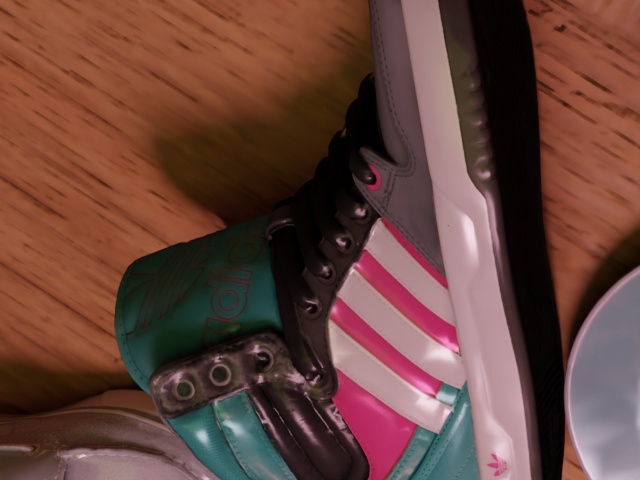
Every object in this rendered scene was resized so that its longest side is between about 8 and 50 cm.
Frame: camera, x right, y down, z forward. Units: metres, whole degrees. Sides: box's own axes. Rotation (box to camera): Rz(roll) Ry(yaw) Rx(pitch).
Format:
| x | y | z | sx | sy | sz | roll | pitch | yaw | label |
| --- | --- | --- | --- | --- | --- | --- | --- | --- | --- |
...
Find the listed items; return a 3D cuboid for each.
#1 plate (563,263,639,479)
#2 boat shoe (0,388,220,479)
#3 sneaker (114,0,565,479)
| x | y | z | sx | sy | sz | roll | pitch | yaw | label |
| --- | --- | --- | --- | --- | --- | --- | --- | --- | --- |
| 0.194 | 0.074 | 0.826 | 0.188 | 0.024 | 0.188 | 12 | 124 | 18 | plate |
| -0.143 | 0.127 | 0.980 | 0.227 | 0.081 | 0.079 | -4 | 119 | 27 | boat shoe |
| 0.000 | 0.000 | 0.812 | 0.178 | 0.124 | 0.296 | -1 | 122 | 14 | sneaker |
